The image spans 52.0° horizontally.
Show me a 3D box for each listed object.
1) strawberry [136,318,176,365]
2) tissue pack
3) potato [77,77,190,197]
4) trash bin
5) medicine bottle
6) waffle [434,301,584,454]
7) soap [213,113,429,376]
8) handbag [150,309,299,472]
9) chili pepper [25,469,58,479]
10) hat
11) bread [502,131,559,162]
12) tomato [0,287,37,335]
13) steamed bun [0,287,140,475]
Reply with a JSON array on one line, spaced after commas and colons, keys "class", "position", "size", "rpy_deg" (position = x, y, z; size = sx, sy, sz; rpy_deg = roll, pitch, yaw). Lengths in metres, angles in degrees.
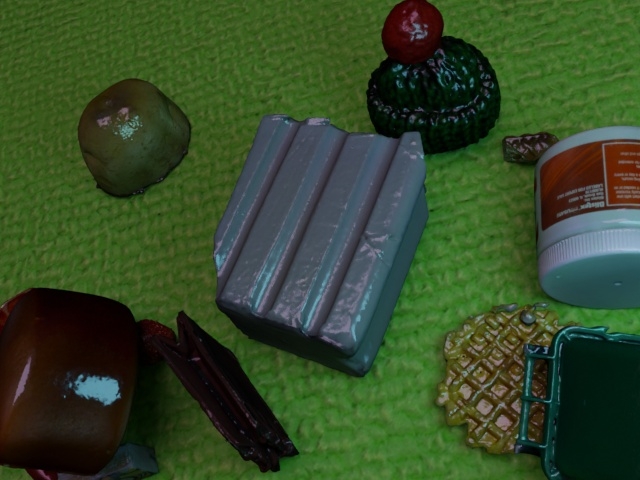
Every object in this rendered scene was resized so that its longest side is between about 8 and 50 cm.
[{"class": "strawberry", "position": [-0.345, 0.207, 1.332], "size": [0.106, 0.106, 0.106], "rpy_deg": [-6, 62, 12]}, {"class": "tissue pack", "position": [-0.392, 0.427, 1.216], "size": [0.148, 0.108, 0.060], "rpy_deg": [-23, 62, 4]}, {"class": "potato", "position": [-0.449, -0.259, 1.528], "size": [0.243, 0.242, 0.285], "rpy_deg": [37, 75, 28]}, {"class": "trash bin", "position": [0.458, 0.241, 0.890], "size": [0.295, 0.381, 0.259], "rpy_deg": [8, 80, 3]}, {"class": "medicine bottle", "position": [0.501, -0.035, 1.129], "size": [0.253, 0.252, 0.240], "rpy_deg": [0, 63, 15]}, {"class": "waffle", "position": [0.341, 0.239, 1.146], "size": [0.281, 0.060, 0.262], "rpy_deg": [-4, 66, 15]}, {"class": "soap", "position": [0.000, 0.000, 1.271], "size": [0.351, 0.213, 0.434], "rpy_deg": [14, 68, 18]}, {"class": "handbag", "position": [-0.161, 0.269, 1.149], "size": [0.084, 0.260, 0.275], "rpy_deg": [-39, 62, -9]}, {"class": "chili pepper", "position": [-0.569, 0.344, 1.332], "size": [0.137, 0.092, 0.368], "rpy_deg": [-5, 63, -18]}, {"class": "hat", "position": [0.217, -0.329, 1.312], "size": [0.274, 0.332, 0.242], "rpy_deg": [-21, 58, 7]}, {"class": "bread", "position": [0.431, -0.190, 1.341], "size": [0.111, 0.060, 0.066], "rpy_deg": [-4, 33, 12]}, {"class": "tomato", "position": [-0.643, 0.181, 1.430], "size": [0.156, 0.069, 0.155], "rpy_deg": [-18, 46, 19]}, {"class": "steamed bun", "position": [-0.459, 0.219, 1.186], "size": [0.248, 0.235, 0.379], "rpy_deg": [-66, 27, 13]}]
